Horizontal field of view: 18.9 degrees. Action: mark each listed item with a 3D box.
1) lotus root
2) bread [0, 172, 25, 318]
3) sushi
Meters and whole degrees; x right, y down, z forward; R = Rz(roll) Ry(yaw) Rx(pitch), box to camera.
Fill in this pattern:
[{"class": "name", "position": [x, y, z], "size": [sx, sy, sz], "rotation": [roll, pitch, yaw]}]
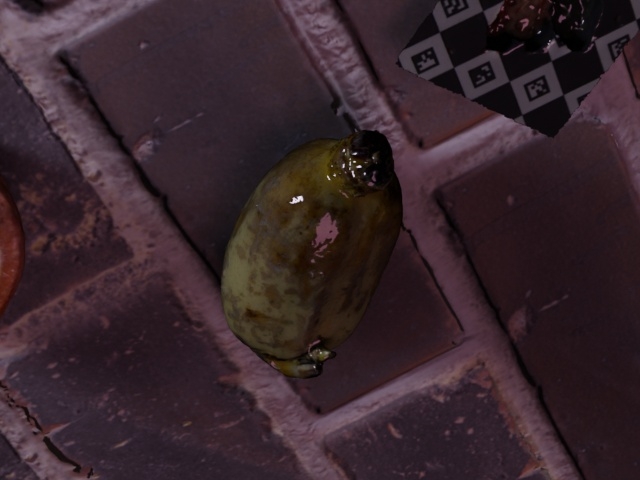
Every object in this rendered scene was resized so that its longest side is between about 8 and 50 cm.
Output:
[{"class": "lotus root", "position": [0.000, 0.000, 1.963], "size": [0.173, 0.173, 0.309], "rotation": [2, 132, -26]}, {"class": "bread", "position": [-0.384, 0.013, 1.825], "size": [0.190, 0.123, 0.244], "rotation": [-4, 135, -23]}, {"class": "sushi", "position": [0.211, -0.236, 1.897], "size": [0.219, 0.047, 0.231], "rotation": [21, 117, -33]}]
